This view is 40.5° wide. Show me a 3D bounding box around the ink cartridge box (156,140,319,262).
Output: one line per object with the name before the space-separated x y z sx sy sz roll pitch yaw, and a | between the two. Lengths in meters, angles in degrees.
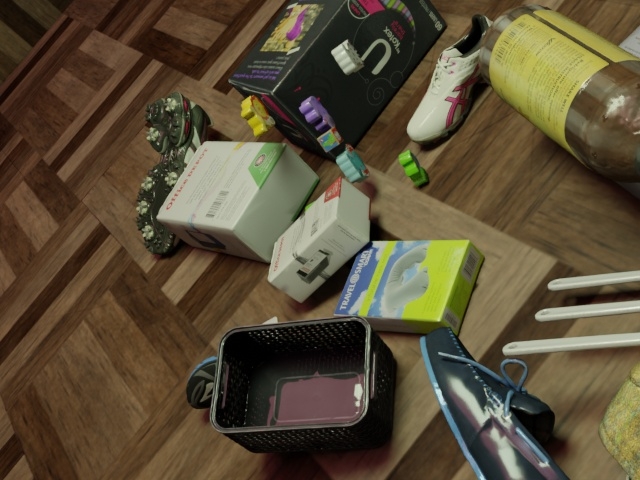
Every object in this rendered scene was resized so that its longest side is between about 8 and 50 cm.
ink cartridge box | -0.128 -0.064 1.301 0.212 0.093 0.154 10 64 47

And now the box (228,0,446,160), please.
box | 0.026 -0.277 1.276 0.270 0.165 0.143 -53 36 -6

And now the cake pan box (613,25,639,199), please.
cake pan box | 0.390 -0.146 0.874 0.246 0.070 0.267 -43 37 4

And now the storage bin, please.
storage bin | -0.018 0.159 0.948 0.180 0.084 0.122 -7 59 20

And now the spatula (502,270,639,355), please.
spatula | 0.293 0.057 0.758 0.242 0.019 0.168 -11 20 39

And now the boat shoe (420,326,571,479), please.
boat shoe | 0.177 0.179 0.787 0.089 0.109 0.258 -33 55 8

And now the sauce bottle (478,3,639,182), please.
sauce bottle | 0.271 -0.125 0.828 0.111 0.111 0.344 -41 36 9

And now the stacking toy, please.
stacking toy | 0.019 -0.130 1.137 0.167 0.221 0.052 -30 9 24

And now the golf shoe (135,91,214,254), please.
golf shoe | -0.229 -0.106 1.445 0.105 0.120 0.272 -1 79 37

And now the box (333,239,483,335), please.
box | 0.093 0.053 1.014 0.178 0.042 0.109 -2 56 44

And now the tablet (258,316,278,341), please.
tablet | -0.074 0.142 1.133 0.054 0.006 0.083 -33 39 19

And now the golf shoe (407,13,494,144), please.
golf shoe | 0.170 -0.212 1.140 0.186 0.086 0.067 -51 38 -2

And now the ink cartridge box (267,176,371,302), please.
ink cartridge box | 0.000 0.000 1.106 0.135 0.056 0.099 -44 21 29

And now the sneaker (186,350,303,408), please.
sneaker | -0.094 0.182 1.061 0.188 0.067 0.078 -13 45 30

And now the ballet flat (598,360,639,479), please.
ballet flat | 0.293 0.234 0.605 0.123 0.123 0.348 -35 39 18
